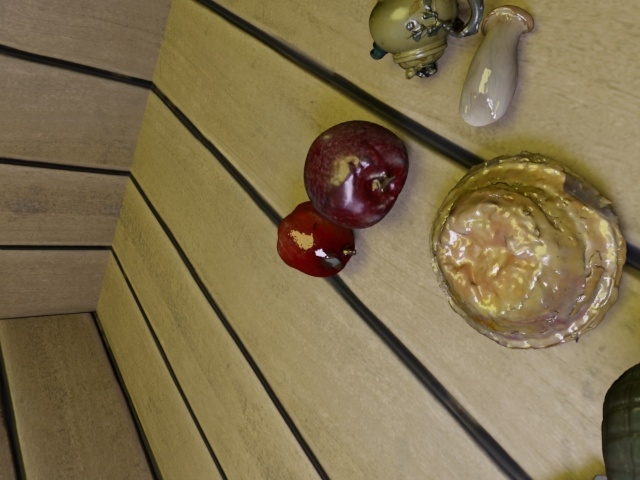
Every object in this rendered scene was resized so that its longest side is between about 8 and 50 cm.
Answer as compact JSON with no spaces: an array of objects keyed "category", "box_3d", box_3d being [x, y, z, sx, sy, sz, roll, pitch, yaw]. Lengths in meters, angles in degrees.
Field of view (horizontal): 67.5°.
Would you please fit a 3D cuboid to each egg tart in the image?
[{"category":"egg tart","box_3d":[0.316,0.019,0.816,0.352,0.150,0.352,4,96,50]}]

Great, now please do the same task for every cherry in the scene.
[{"category":"cherry","box_3d":[0.068,-0.150,1.056,0.300,0.203,0.230,42,122,56]}]

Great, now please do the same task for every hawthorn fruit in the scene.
[{"category":"hawthorn fruit","box_3d":[0.000,0.000,1.145,0.202,0.185,0.185,22,105,37]}]

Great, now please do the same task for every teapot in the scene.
[{"category":"teapot","box_3d":[0.201,-0.417,0.956,0.269,0.173,0.182,7,125,44]}]

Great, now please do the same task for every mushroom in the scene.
[{"category":"mushroom","box_3d":[0.313,-0.310,0.868,0.097,0.088,0.212,-157,77,-80]}]

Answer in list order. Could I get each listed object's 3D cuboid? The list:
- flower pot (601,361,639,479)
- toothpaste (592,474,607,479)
[{"category":"flower pot","box_3d":[0.470,0.282,0.535,0.213,0.302,0.302,-19,75,45]},{"category":"toothpaste","box_3d":[0.376,0.484,0.801,0.114,0.073,0.299,57,135,31]}]
